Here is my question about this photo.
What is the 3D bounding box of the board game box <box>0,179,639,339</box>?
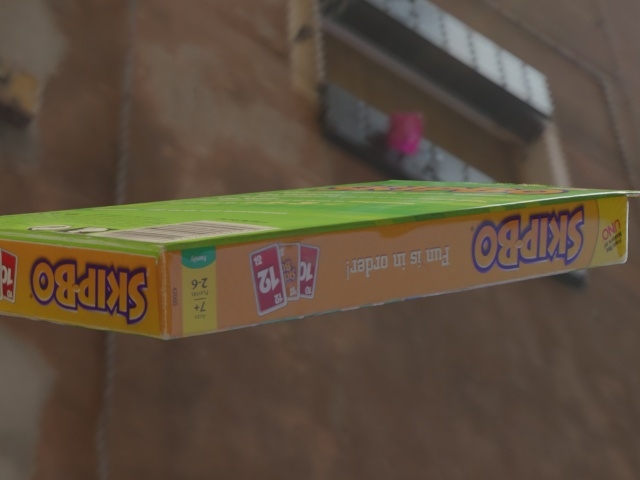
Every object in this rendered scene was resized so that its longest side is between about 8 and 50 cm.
[{"bbox_3d":[0.000,0.000,0.653,0.124,0.259,0.039,5,-79,44],"label":"board game box"}]
